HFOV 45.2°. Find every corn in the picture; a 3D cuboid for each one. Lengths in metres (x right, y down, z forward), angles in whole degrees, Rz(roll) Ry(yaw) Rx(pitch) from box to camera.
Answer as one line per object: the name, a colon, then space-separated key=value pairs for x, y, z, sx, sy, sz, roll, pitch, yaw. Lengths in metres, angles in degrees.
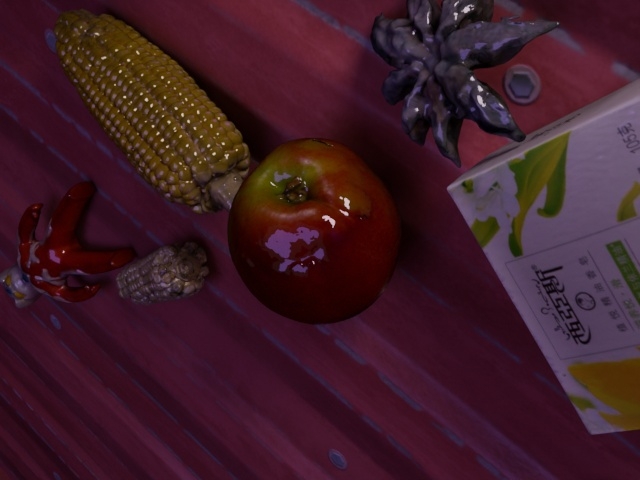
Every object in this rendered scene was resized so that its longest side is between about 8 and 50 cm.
corn: x=-0.206 y=-0.160 z=0.939 sx=0.347 sy=0.130 sz=0.130 roll=46 pitch=139 yaw=17
corn: x=-0.241 y=0.059 z=1.154 sx=0.210 sy=0.087 sz=0.087 roll=-23 pitch=99 yaw=51

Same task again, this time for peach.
peach: x=0.000 y=0.000 z=0.811 sx=0.197 sy=0.197 sz=0.198 roll=24 pitch=131 yaw=31

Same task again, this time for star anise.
star anise: x=0.110 y=-0.158 z=0.659 sx=0.180 sy=0.061 sz=0.205 roll=-43 pitch=58 yaw=38

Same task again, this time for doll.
doll: x=-0.467 y=0.031 z=1.353 sx=0.384 sy=0.099 sz=0.188 roll=-28 pitch=95 yaw=46

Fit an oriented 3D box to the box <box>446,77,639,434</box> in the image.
box: x=0.257 y=0.015 z=0.623 sx=0.194 sy=0.111 sz=0.261 roll=-27 pitch=98 yaw=50
